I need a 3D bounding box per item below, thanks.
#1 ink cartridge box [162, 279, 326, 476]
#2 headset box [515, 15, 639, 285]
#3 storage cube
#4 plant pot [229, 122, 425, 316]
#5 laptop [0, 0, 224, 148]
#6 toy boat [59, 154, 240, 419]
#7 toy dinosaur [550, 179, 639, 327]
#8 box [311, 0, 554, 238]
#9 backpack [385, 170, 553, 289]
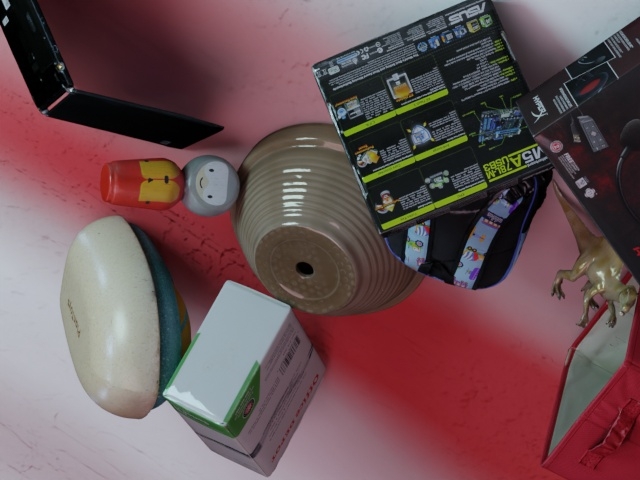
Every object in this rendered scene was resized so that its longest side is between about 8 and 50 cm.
[{"bbox_3d":[-0.080,0.158,2.153,0.087,0.153,0.208,23,163,20],"label":"ink cartridge box"},{"bbox_3d":[0.364,-0.114,1.776,0.293,0.110,0.218,-34,110,10],"label":"headset box"},{"bbox_3d":[0.362,0.162,1.982,0.193,0.215,0.184,27,131,-5],"label":"storage cube"},{"bbox_3d":[0.000,0.000,2.085,0.237,0.110,0.237,12,128,16],"label":"plant pot"},{"bbox_3d":[-0.234,-0.201,2.009,0.264,0.136,0.234,67,165,-4],"label":"laptop"},{"bbox_3d":[-0.188,0.041,2.137,0.148,0.267,0.318,1,128,-21],"label":"toy boat"},{"bbox_3d":[0.278,0.027,1.972,0.053,0.183,0.092,5,129,-30],"label":"toy dinosaur"},{"bbox_3d":[0.111,-0.121,1.878,0.190,0.045,0.184,-23,83,3],"label":"box"},{"bbox_3d":[0.148,-0.042,1.980,0.158,0.117,0.173,19,130,10],"label":"backpack"}]
